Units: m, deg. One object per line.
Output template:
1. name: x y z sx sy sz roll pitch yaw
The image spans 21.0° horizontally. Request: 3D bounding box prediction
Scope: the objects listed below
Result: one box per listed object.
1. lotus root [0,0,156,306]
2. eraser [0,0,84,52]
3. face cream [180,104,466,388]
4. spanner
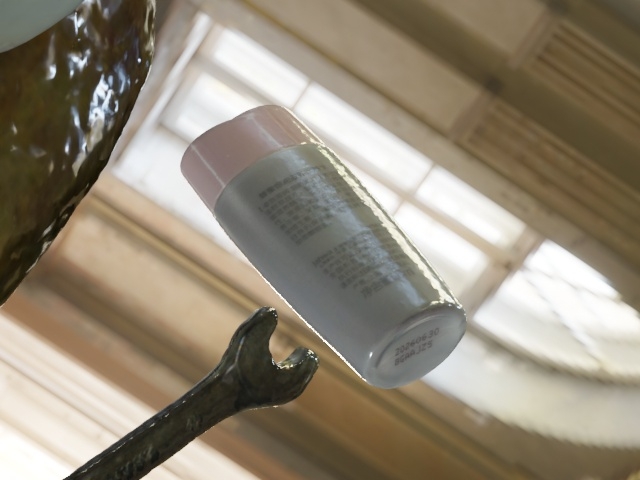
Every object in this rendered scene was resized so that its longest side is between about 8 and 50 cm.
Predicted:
1. lotus root: -0.194 -0.061 0.613 0.314 0.210 0.142 -52 172 -34
2. eraser: -0.128 -0.226 0.531 0.189 0.290 0.104 -39 165 24
3. face cream: 0.000 0.000 0.977 0.084 0.198 0.057 -24 138 -20
4. spanner: -0.098 0.107 0.755 0.254 0.054 0.015 -34 -153 -30
